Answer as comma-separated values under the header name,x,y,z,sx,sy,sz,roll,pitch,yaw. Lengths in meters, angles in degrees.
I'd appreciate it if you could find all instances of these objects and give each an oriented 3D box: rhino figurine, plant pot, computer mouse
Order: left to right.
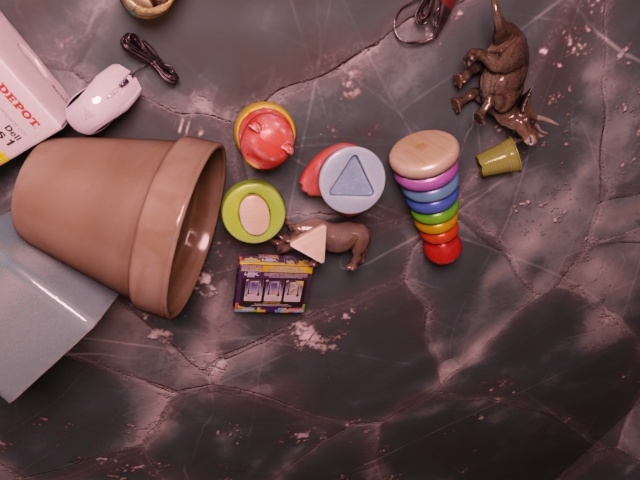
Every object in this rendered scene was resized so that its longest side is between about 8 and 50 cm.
name,x,y,z,sx,sy,sz,roll,pitch,yaw
plant pot,-0.554,0.091,0.899,0.248,0.247,0.252,-40,109,13
computer mouse,-0.337,-0.252,0.799,0.193,0.042,0.106,-50,124,-12
plant pot,-0.345,-0.052,0.837,0.281,0.323,0.322,16,118,-5
rhino figurine,0.000,0.000,1.070,0.244,0.073,0.106,6,116,-15
plant pot,0.388,-0.176,1.053,0.079,0.083,0.083,-19,126,13

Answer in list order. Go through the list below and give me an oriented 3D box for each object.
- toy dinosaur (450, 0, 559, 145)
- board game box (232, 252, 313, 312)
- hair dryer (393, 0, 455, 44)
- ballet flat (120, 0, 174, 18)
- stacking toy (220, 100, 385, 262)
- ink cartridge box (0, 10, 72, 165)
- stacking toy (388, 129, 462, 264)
name,x,y,z,sx,sy,sz,roll,pitch,yaw
toy dinosaur,0.349,-0.328,0.936,0.161,0.121,0.313,-27,121,-10
board game box,-0.113,0.102,1.123,0.171,0.048,0.140,4,119,-16
hair dryer,0.238,-0.498,0.821,0.294,0.080,0.223,-23,139,10
ballet flat,-0.204,-0.482,0.681,0.123,0.123,0.348,21,115,-25
stacking toy,-0.042,-0.089,0.920,0.309,0.130,0.279,19,103,-17
ink cartridge box,-0.580,-0.212,0.762,0.278,0.117,0.201,-28,124,5
stacking toy,0.250,-0.074,1.063,0.141,0.141,0.330,-22,132,1
